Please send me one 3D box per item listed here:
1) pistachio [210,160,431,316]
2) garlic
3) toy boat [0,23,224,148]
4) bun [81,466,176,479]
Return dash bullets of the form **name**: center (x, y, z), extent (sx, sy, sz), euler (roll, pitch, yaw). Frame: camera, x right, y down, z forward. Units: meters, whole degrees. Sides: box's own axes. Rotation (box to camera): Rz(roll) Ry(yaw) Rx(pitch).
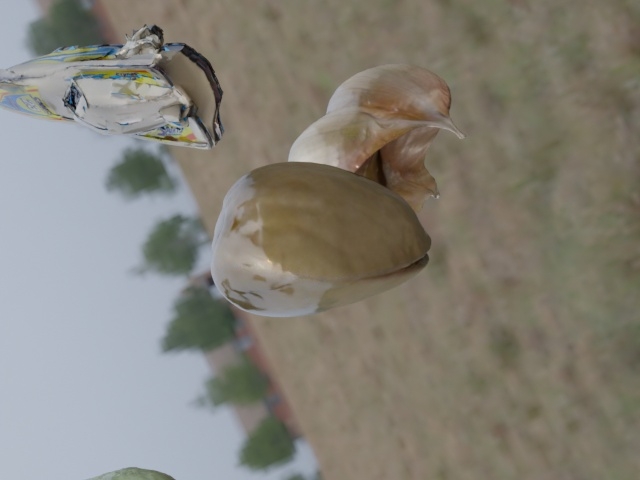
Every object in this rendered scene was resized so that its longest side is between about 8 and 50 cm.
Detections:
- **pistachio**: center (0.000, 0.000, 1.339), extent (0.126, 0.185, 0.108), euler (23, 112, 43)
- **garlic**: center (0.047, -0.082, 1.621), extent (0.124, 0.174, 0.099), euler (40, 142, 14)
- **toy boat**: center (-0.153, -0.100, 1.263), extent (0.210, 0.066, 0.084), euler (2, 146, 37)
- **bun**: center (-0.181, 0.282, 1.594), extent (0.118, 0.195, 0.195), euler (8, -138, -40)
